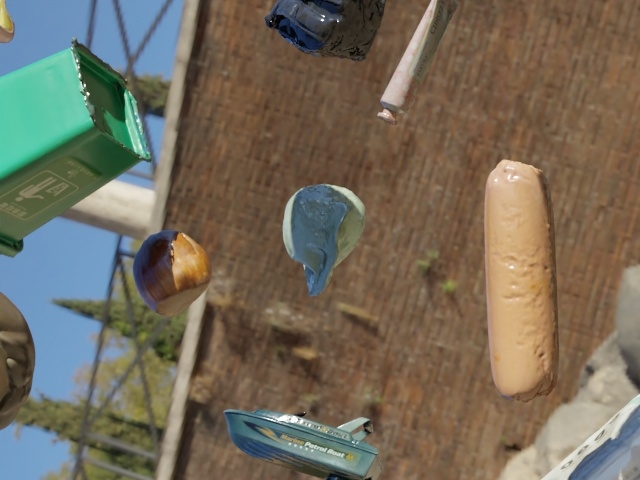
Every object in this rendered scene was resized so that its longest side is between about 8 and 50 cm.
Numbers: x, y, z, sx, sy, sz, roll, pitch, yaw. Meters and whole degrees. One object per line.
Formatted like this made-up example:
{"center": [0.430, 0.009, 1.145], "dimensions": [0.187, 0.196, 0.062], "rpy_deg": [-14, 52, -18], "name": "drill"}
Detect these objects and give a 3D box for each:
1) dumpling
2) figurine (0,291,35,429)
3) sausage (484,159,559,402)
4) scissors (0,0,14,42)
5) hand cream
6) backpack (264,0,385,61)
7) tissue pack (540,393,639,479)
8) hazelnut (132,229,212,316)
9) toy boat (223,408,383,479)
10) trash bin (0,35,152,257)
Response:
{"center": [-0.008, -0.013, 1.523], "dimensions": [0.153, 0.108, 0.219], "rpy_deg": [-52, 6, -4], "name": "dumpling"}
{"center": [-0.298, 0.110, 0.828], "dimensions": [0.161, 0.158, 0.275], "rpy_deg": [-43, 9, 15], "name": "figurine"}
{"center": [0.240, 0.047, 1.292], "dimensions": [0.086, 0.086, 0.289], "rpy_deg": [37, -130, -79], "name": "sausage"}
{"center": [-0.409, -0.255, 1.267], "dimensions": [0.160, 0.024, 0.317], "rpy_deg": [48, -160, -49], "name": "scissors"}
{"center": [0.144, -0.267, 1.585], "dimensions": [0.067, 0.043, 0.210], "rpy_deg": [29, -93, -54], "name": "hand cream"}
{"center": [0.013, -0.258, 1.204], "dimensions": [0.120, 0.106, 0.165], "rpy_deg": [-65, 34, 20], "name": "backpack"}
{"center": [0.414, 0.426, 1.497], "dimensions": [0.356, 0.266, 0.194], "rpy_deg": [-42, -8, 3], "name": "tissue pack"}
{"center": [-0.277, 0.058, 1.984], "dimensions": [0.150, 0.150, 0.150], "rpy_deg": [16, -90, -80], "name": "hazelnut"}
{"center": [-0.024, 0.277, 1.504], "dimensions": [0.093, 0.246, 0.103], "rpy_deg": [73, -144, -62], "name": "toy boat"}
{"center": [-0.525, -0.177, 1.923], "dimensions": [0.259, 0.381, 0.295], "rpy_deg": [38, -151, -64], "name": "trash bin"}
